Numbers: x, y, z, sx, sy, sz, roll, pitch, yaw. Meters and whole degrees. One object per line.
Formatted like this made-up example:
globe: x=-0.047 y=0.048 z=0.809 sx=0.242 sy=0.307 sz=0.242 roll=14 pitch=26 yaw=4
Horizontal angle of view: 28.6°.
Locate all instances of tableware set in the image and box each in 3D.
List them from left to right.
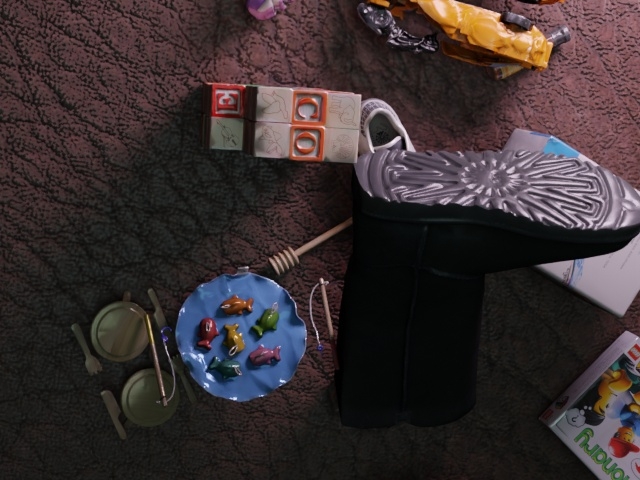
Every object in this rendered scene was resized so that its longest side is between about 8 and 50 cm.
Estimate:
tableware set: x=-0.267 y=0.174 z=1.782 sx=0.128 sy=0.039 sz=0.194 roll=-25 pitch=107 yaw=-17

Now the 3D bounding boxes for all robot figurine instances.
robot figurine: x=0.193 y=-0.344 z=1.747 sx=0.291 sy=0.085 sz=0.211 roll=18 pitch=90 yaw=0

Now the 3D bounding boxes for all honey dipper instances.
honey dipper: x=0.000 y=0.000 z=1.807 sx=0.161 sy=0.030 sz=0.030 roll=-29 pitch=101 yaw=-8

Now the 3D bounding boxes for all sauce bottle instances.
sauce bottle: x=0.300 y=-0.274 z=1.812 sx=0.128 sy=0.042 sz=0.042 roll=-28 pitch=101 yaw=-4

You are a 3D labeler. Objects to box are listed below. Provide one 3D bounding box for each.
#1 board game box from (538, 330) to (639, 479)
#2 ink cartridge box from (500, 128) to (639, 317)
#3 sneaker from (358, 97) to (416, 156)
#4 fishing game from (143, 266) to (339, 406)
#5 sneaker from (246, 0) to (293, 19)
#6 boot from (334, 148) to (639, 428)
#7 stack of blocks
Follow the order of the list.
board game box: x=0.505 y=0.311 z=1.916 sx=0.193 sy=0.053 sz=0.305 roll=-45 pitch=102 yaw=-1
ink cartridge box: x=0.352 y=-0.026 z=1.787 sx=0.233 sy=0.171 sz=0.168 roll=30 pitch=92 yaw=-11
sneaker: x=0.111 y=-0.090 z=1.780 sx=0.090 sy=0.095 sz=0.235 roll=-31 pitch=103 yaw=-6
fishing game: x=-0.109 y=0.128 z=1.744 sx=0.264 sy=0.041 sz=0.189 roll=-8 pitch=72 yaw=-6
sneaker: x=-0.039 y=-0.414 z=1.719 sx=0.105 sy=0.095 sz=0.236 roll=36 pitch=86 yaw=-5
boot: x=0.205 y=0.092 z=1.675 sx=0.367 sy=0.146 sz=0.445 roll=8 pitch=131 yaw=5
stack of blocks: x=-0.061 y=-0.158 z=1.638 sx=0.171 sy=0.297 sz=0.087 roll=2 pitch=97 yaw=-11
